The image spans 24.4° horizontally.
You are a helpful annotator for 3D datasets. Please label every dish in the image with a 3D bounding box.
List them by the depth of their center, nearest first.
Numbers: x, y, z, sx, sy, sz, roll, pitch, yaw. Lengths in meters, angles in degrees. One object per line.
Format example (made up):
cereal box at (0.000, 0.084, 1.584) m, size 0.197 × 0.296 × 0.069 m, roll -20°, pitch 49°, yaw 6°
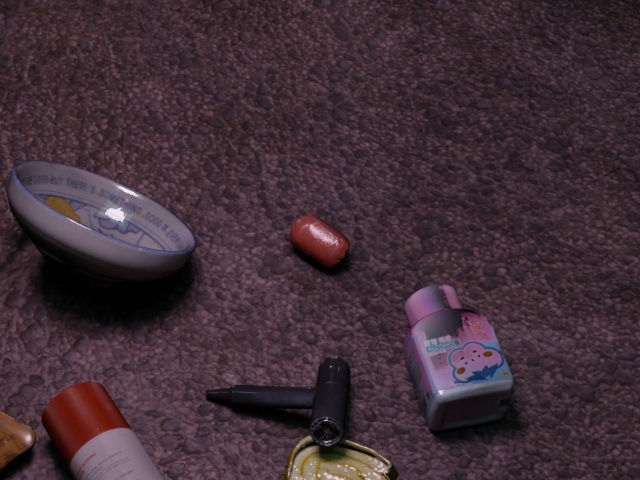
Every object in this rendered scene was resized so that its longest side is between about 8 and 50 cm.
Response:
dish at (-0.324, 0.006, 2.067) m, size 0.273 × 0.133 × 0.273 m, roll 25°, pitch 13°, yaw -6°

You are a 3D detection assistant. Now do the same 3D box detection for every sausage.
sausage at (0.000, 0.000, 2.156) m, size 0.094 × 0.054 × 0.059 m, roll 34°, pitch 15°, yaw 18°

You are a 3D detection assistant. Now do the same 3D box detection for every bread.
bread at (0.027, 0.315, 1.894) m, size 0.156 × 0.064 × 0.117 m, roll 19°, pitch 54°, yaw 11°

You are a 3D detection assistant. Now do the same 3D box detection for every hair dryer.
hair dryer at (-0.060, 0.216, 1.951) m, size 0.195 × 0.050 × 0.173 m, roll -5°, pitch 20°, yaw 5°

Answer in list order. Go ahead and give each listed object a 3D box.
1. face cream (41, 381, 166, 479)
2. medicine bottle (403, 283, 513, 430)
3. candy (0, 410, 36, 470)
face cream at (-0.263, 0.285, 1.865) m, size 0.096 × 0.096 × 0.214 m, roll -24°, pitch 56°, yaw -24°
medicine bottle at (0.179, 0.156, 2.024) m, size 0.119 × 0.094 × 0.188 m, roll -9°, pitch 52°, yaw -12°
candy at (-0.488, 0.289, 1.839) m, size 0.143 × 0.101 × 0.271 m, roll 34°, pitch 49°, yaw 13°
